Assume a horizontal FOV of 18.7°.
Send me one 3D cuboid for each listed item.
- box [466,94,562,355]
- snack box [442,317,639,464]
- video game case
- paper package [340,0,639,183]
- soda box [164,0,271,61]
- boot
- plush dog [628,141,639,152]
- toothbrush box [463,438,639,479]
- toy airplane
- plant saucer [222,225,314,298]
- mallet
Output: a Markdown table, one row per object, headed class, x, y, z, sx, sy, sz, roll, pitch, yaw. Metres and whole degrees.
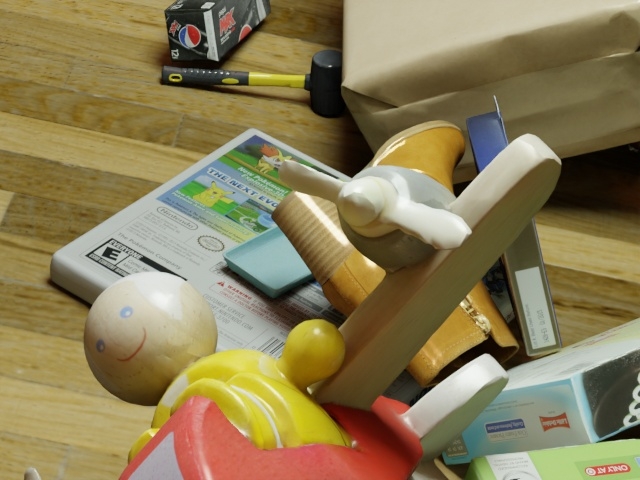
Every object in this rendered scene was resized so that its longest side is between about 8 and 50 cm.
| class | x | y | z | sx | sy | sz | roll | pitch | yaw |
| --- | --- | --- | --- | --- | --- | --- | --- | --- | --- |
| box | 0.164 | -0.018 | 1.687 | 0.036 | 0.136 | 0.225 | -13 | 30 | 5 |
| snack box | 0.267 | 0.101 | 1.596 | 0.322 | 0.187 | 0.060 | -18 | 90 | -34 |
| video game case | -0.018 | 0.034 | 1.722 | 0.329 | 0.036 | 0.300 | 28 | 39 | 23 |
| paper package | 0.183 | -0.229 | 1.912 | 0.309 | 0.168 | 0.325 | -13 | 41 | 13 |
| soda box | -0.105 | -0.237 | 2.016 | 0.053 | 0.060 | 0.169 | 1 | 24 | 19 |
| boot | 0.098 | 0.017 | 1.670 | 0.211 | 0.104 | 0.295 | 48 | 33 | 10 |
| plush dog | 0.447 | -0.168 | 2.023 | 0.262 | 0.211 | 0.225 | 16 | 10 | 4 |
| toothbrush box | 0.232 | 0.283 | 1.366 | 0.206 | 0.122 | 0.283 | -4 | 42 | -21 |
| toy airplane | -0.030 | 0.117 | 1.257 | 0.272 | 0.384 | 0.386 | 42 | 60 | 3 |
| plant saucer | 0.000 | 0.000 | 1.726 | 0.067 | 0.018 | 0.192 | 33 | 40 | 28 |
| mallet | -0.064 | -0.170 | 1.961 | 0.189 | 0.062 | 0.039 | 9 | 35 | -3 |
